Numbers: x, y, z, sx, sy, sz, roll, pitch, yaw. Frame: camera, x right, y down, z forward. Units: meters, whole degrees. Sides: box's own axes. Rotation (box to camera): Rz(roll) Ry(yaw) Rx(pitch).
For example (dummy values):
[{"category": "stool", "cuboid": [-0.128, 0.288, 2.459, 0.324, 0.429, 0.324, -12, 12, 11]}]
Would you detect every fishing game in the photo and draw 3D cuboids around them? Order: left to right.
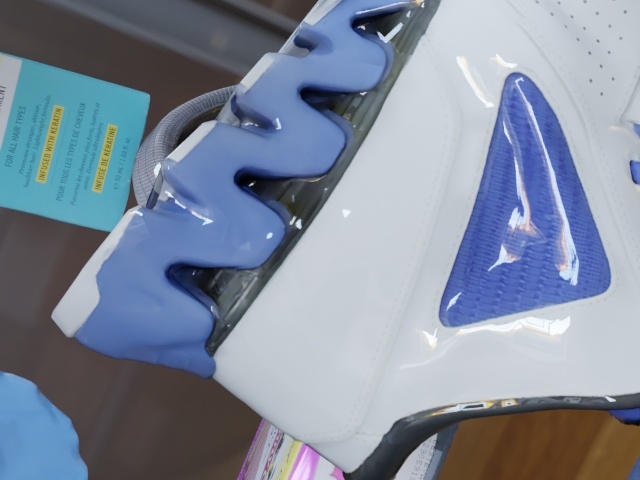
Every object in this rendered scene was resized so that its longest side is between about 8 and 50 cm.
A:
[{"category": "fishing game", "cuboid": [-0.235, 0.171, 1.041, 0.189, 0.264, 0.041, -29, 15, -32]}]

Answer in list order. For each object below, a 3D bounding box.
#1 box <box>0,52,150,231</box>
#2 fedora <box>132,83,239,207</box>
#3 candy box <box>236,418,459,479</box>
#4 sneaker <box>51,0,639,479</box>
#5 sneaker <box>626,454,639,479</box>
[{"category": "box", "cuboid": [-0.242, -0.081, 1.078, 0.244, 0.101, 0.060, 14, 0, -26]}, {"category": "fedora", "cuboid": [0.000, 0.000, 1.100, 0.275, 0.124, 0.243, -16, 46, -40]}, {"category": "candy box", "cuboid": [0.000, 0.129, 0.867, 0.071, 0.159, 0.233, 24, -9, -5]}, {"category": "sneaker", "cuboid": [0.077, -0.038, 0.565, 0.182, 0.315, 0.127, 41, -6, -5]}, {"category": "sneaker", "cuboid": [0.194, 0.160, 0.657, 0.130, 0.236, 0.323, 23, 11, -8]}]
